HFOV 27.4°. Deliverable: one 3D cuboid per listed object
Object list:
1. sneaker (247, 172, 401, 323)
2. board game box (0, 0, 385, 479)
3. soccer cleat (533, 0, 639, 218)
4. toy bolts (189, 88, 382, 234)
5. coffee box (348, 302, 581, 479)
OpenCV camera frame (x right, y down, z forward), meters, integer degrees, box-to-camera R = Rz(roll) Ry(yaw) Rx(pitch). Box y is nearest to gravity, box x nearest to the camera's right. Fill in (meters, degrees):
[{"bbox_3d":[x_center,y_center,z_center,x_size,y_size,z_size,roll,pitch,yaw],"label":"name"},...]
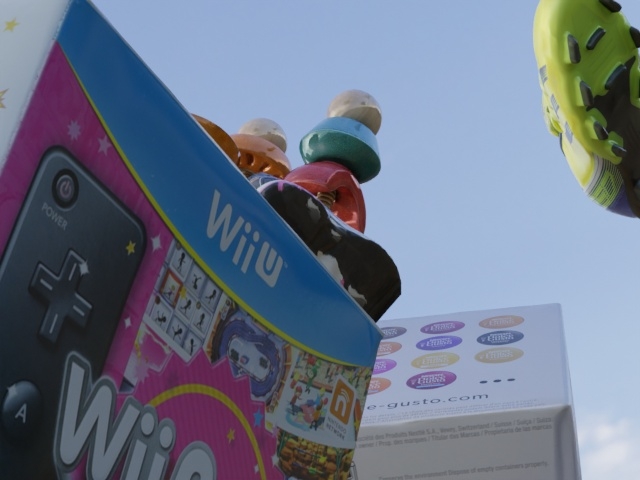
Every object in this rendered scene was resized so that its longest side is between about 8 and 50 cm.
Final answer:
[{"bbox_3d":[0.000,0.000,1.103,0.072,0.077,0.178,-41,-58,-1],"label":"sneaker"},{"bbox_3d":[-0.095,0.115,0.387,0.097,0.303,0.224,0,-28,28],"label":"board game box"},{"bbox_3d":[0.218,-0.111,1.090,0.093,0.121,0.289,-55,-40,-12],"label":"soccer cleat"},{"bbox_3d":[-0.048,-0.104,1.370,0.228,0.159,0.218,0,-37,29],"label":"toy bolts"},{"bbox_3d":[0.112,0.285,1.405,0.337,0.338,0.334,-6,13,11],"label":"coffee box"}]
